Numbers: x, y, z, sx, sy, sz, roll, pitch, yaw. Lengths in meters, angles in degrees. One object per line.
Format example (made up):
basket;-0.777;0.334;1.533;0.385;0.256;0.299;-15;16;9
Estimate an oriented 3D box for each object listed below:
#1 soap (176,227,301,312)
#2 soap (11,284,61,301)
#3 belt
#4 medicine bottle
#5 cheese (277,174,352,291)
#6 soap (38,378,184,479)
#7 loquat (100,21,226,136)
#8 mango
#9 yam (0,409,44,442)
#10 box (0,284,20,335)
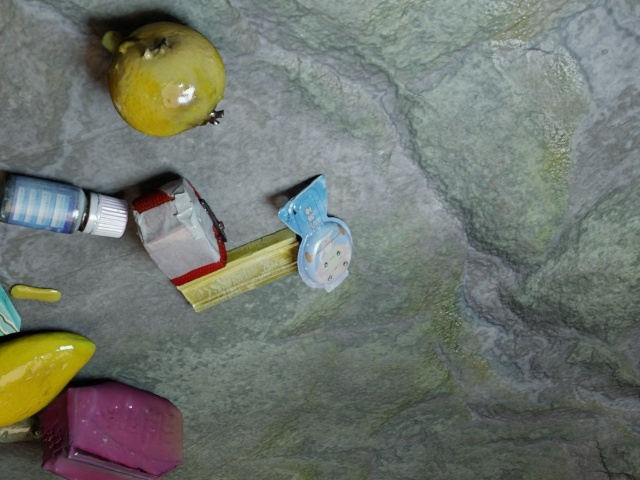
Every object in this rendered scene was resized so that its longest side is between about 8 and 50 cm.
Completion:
soap;-0.148;0.056;1.629;0.252;0.037;0.092;-22;134;5
soap;-0.528;0.099;1.577;0.089;0.012;0.034;9;130;-23
belt;-0.233;-0.017;1.470;0.124;0.128;0.201;-22;138;4
medicine bottle;-0.426;-0.054;1.411;0.203;0.083;0.083;9;130;-24
cheese;0.000;0.000;1.582;0.135;0.052;0.245;-43;135;-22
soap;-0.417;0.411;1.757;0.127;0.220;0.325;-30;138;23
loquat;-0.232;-0.239;1.246;0.204;0.149;0.172;37;117;-23
mango;-0.586;0.268;1.651;0.316;0.119;0.176;-29;133;3
yam;-0.704;0.379;1.740;0.259;0.093;0.093;-3;133;-15
box;-0.686;0.130;1.542;0.229;0.041;0.162;-14;135;-2
